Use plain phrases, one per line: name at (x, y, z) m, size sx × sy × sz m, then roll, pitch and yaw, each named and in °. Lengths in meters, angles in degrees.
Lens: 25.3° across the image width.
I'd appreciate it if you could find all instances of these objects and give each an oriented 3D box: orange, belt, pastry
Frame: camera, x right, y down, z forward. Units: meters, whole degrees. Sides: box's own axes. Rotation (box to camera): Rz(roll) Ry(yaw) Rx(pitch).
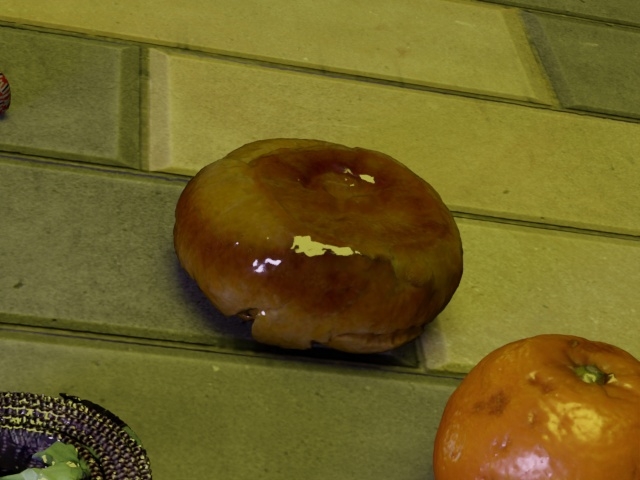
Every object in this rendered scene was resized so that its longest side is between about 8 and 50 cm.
orange at (0.245, 0.221, 1.449) m, size 0.261 × 0.261 × 0.261 m, roll 11°, pitch 36°, yaw -8°
belt at (-0.309, 0.250, 1.287) m, size 0.325 × 0.122 × 0.260 m, roll -7°, pitch 37°, yaw -27°
pastry at (0.000, 0.000, 1.716) m, size 0.356 × 0.163 × 0.356 m, roll 10°, pitch 31°, yaw -6°

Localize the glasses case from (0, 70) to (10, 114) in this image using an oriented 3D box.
glasses case at (-0.497, -0.230, 1.896) m, size 0.194 × 0.073 × 0.049 m, roll 30°, pitch 46°, yaw 19°
